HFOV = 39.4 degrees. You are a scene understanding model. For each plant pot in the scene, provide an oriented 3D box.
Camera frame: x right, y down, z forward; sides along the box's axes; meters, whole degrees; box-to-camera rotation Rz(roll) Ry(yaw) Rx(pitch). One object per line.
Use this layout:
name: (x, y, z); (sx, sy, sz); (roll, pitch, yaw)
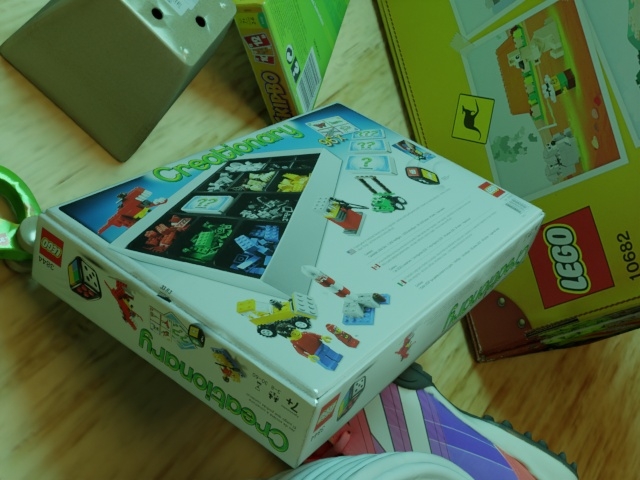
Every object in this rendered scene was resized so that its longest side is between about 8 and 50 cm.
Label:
plant pot: (-0.121, -0.138, 0.591); (0.109, 0.096, 0.109); (44, 48, -18)

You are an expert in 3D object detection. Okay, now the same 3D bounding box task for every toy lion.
toy lion: (-0.212, -0.021, 0.505); (0.100, 0.034, 0.096); (-16, 75, -45)

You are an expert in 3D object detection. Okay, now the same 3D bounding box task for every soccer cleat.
soccer cleat: (0.046, 0.149, 0.612); (0.318, 0.109, 0.116); (32, 70, -24)

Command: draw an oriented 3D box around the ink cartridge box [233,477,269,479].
ink cartridge box: (-0.086, 0.219, 0.474); (0.128, 0.072, 0.175); (9, 66, -39)

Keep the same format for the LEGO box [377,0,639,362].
LEGO box: (0.261, -0.187, 0.765); (0.193, 0.373, 0.499); (-2, 73, -43)

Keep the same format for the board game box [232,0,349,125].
board game box: (-0.007, -0.226, 0.736); (0.124, 0.039, 0.259); (70, 31, -49)

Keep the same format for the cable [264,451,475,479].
cable: (0.039, 0.240, 0.470); (0.257, 0.089, 0.257); (25, 55, -44)

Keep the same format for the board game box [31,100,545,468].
board game box: (0.000, 0.000, 0.577); (0.193, 0.053, 0.305); (31, 34, 22)
